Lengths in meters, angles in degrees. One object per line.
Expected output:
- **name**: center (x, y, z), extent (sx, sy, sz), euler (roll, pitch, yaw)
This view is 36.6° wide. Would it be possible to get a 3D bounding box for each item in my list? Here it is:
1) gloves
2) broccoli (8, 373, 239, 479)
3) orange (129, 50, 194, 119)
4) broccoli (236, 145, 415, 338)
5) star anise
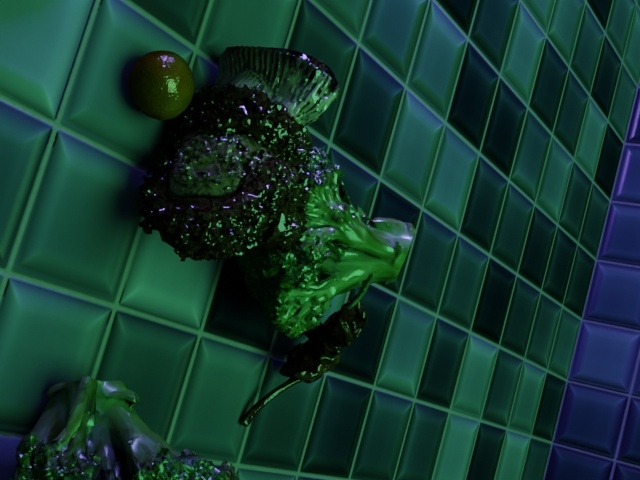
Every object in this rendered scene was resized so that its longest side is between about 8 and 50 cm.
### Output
- **gloves**: center (-0.094, -0.096, 1.150), extent (0.312, 0.210, 0.135), euler (-59, 164, -26)
- **broccoli**: center (-0.225, 0.283, 1.038), extent (0.308, 0.308, 0.275), euler (28, 51, -55)
- **orange**: center (-0.183, -0.179, 1.117), extent (0.085, 0.085, 0.084), euler (-20, 115, -52)
- **broccoli**: center (0.000, 0.000, 1.310), extent (0.269, 0.242, 0.261), euler (107, -1, -47)
- **star anise**: center (-0.015, 0.169, 1.428), extent (0.073, 0.234, 0.177), euler (50, 21, -6)
